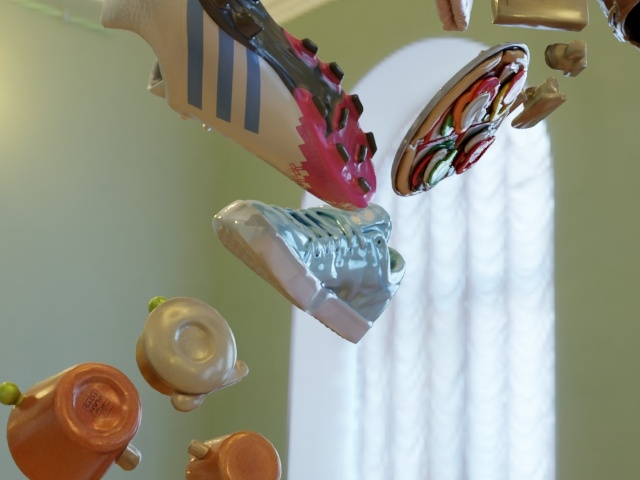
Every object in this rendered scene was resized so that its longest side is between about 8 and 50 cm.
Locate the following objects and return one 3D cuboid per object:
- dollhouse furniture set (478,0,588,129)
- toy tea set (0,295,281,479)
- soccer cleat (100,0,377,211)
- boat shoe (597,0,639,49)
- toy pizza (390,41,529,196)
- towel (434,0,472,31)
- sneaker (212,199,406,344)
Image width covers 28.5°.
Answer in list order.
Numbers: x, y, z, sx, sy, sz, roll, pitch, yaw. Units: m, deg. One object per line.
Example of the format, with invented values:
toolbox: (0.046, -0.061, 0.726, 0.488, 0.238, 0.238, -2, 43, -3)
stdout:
dollhouse furniture set: (0.238, -0.220, 1.535, 0.144, 0.151, 0.123, 2, -15, -13)
toy tea set: (-0.123, 0.221, 1.042, 0.200, 0.336, 0.124, -19, -12, -39)
soccer cleat: (-0.070, -0.140, 1.175, 0.143, 0.116, 0.331, -19, -49, 26)
boat shoe: (0.324, -0.219, 1.190, 0.123, 0.116, 0.324, -30, -23, 27)
toy pizza: (0.151, -0.117, 1.296, 0.032, 0.201, 0.201, 44, -3, 19)
towel: (0.183, -0.485, 1.654, 0.053, 0.332, 0.317, 9, -12, 15)
sneaker: (0.000, 0.000, 1.426, 0.135, 0.150, 0.366, 37, -2, 24)
